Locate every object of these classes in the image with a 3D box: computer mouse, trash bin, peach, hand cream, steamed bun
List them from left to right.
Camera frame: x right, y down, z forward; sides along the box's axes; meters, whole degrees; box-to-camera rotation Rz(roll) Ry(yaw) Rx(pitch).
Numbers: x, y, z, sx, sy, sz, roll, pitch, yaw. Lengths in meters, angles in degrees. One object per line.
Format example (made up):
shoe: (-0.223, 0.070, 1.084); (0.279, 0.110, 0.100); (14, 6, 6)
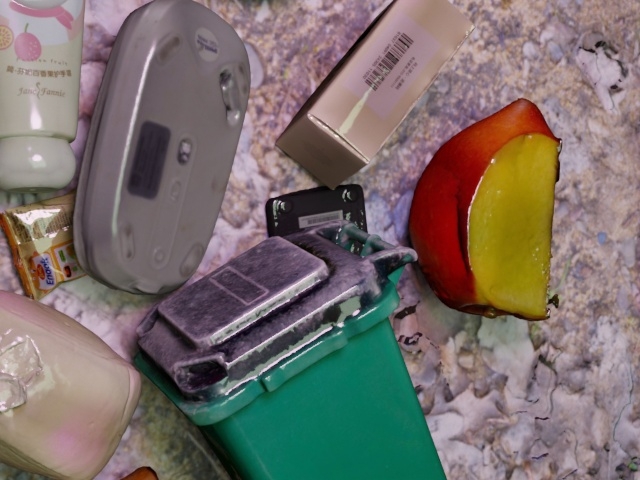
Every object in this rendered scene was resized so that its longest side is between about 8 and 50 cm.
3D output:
hand cream: (-0.307, -0.204, 1.543); (0.147, 0.093, 0.306); (0, 83, -27)
steamed bun: (-0.296, 0.155, 1.518); (0.238, 0.152, 0.170); (30, 80, -22)
computer mouse: (-0.177, -0.104, 1.596); (0.197, 0.095, 0.331); (21, 82, -45)
trash bin: (0.005, 0.195, 1.621); (0.295, 0.259, 0.381); (-31, 112, -14)
peach: (0.188, -0.042, 1.750); (0.154, 0.159, 0.267); (2, 93, -38)

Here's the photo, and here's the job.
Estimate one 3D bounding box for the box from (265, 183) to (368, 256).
box: (0.000, 0.000, 1.732); (0.126, 0.027, 0.125); (-11, 98, -26)

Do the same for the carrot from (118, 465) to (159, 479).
carrot: (-0.242, 0.353, 1.556); (0.225, 0.159, 0.159); (-24, 103, -22)

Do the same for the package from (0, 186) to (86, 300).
package: (-0.281, -0.002, 1.587); (0.120, 0.031, 0.108); (-23, 103, -23)

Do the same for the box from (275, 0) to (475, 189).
box: (0.061, -0.176, 1.667); (0.095, 0.168, 0.212); (40, 74, -8)
